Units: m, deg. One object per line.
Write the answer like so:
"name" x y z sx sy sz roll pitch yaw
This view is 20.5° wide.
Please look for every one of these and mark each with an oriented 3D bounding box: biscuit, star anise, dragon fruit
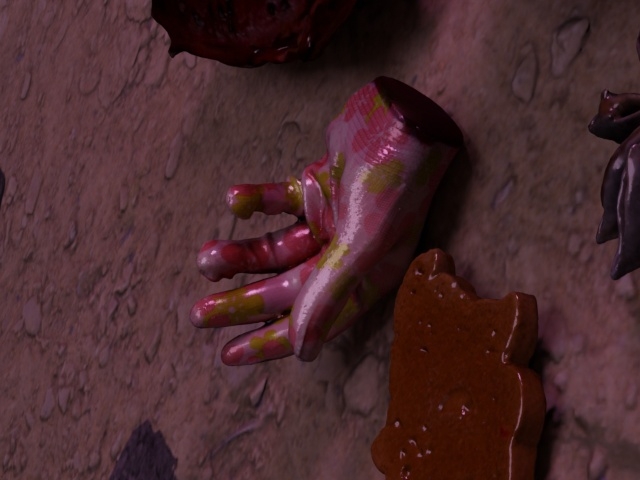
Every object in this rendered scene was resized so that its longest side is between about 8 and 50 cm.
"biscuit" 0.097 0.126 1.186 0.183 0.043 0.280 -50 41 41
"star anise" 0.224 -0.063 1.017 0.209 0.089 0.231 126 153 -52
"dragon fruit" 0.003 -0.270 1.512 0.329 0.228 0.286 39 143 39

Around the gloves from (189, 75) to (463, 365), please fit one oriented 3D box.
"gloves" 0.007 0.000 1.329 0.145 0.126 0.241 45 114 31
